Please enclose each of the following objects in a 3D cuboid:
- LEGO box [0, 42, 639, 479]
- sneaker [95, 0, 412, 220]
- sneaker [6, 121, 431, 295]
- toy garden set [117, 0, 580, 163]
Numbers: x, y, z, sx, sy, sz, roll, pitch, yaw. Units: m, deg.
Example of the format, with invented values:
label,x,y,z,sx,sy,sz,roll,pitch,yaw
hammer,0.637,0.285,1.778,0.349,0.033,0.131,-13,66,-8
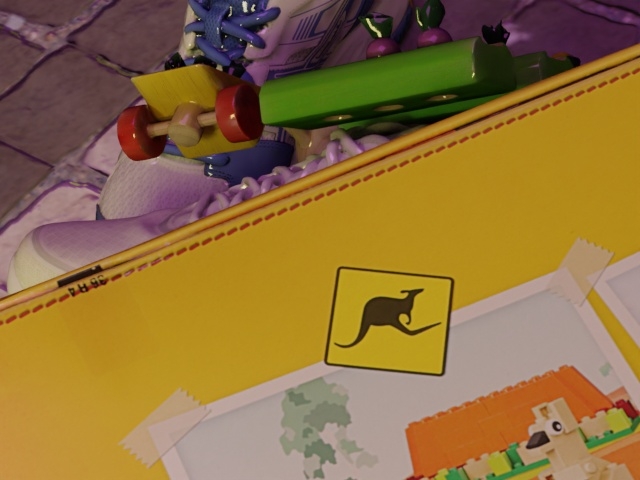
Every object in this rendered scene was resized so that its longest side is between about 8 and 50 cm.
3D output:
label,x,y,z,sx,sy,sz,roll,pitch,yaw
LEGO box,0.115,0.145,0.671,0.500,0.193,0.372,-22,57,-14
sneaker,-0.051,-0.099,1.093,0.112,0.131,0.296,11,53,24
sneaker,0.000,0.000,0.910,0.292,0.118,0.110,1,24,7
toy garden set,0.039,-0.075,0.984,0.203,0.244,0.049,-9,85,30
